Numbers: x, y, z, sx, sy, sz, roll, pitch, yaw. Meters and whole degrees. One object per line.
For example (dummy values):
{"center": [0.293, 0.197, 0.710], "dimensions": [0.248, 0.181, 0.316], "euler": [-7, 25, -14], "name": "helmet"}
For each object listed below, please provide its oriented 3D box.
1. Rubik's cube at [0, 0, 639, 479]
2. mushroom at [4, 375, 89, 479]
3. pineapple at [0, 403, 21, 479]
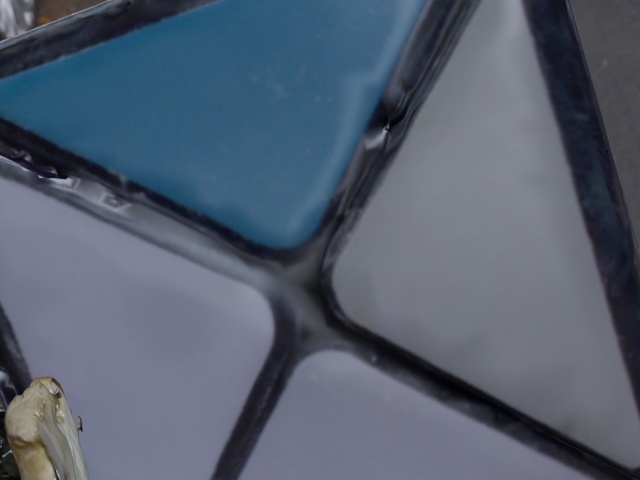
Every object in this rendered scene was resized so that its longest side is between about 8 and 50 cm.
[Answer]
{"center": [0.000, 0.000, 0.648], "dimensions": [0.305, 0.310, 0.307], "euler": [-17, 9, 9], "name": "Rubik's cube"}
{"center": [-0.088, 0.075, 0.387], "dimensions": [0.019, 0.049, 0.101], "euler": [-17, 22, -5], "name": "mushroom"}
{"center": [-0.261, 0.192, 1.055], "dimensions": [0.125, 0.251, 0.125], "euler": [-26, 35, 20], "name": "pineapple"}
